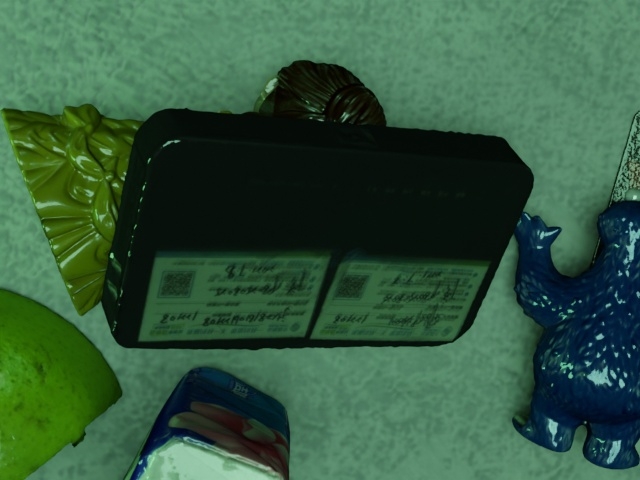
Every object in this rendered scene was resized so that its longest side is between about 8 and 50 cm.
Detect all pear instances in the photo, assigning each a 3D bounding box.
[{"bbox_3d":[-0.364,0.143,0.997,0.288,0.139,0.239,-36,88,0],"label":"pear"}]

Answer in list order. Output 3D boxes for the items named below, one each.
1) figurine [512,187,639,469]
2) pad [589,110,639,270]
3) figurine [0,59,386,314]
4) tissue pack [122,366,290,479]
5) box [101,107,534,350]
[{"bbox_3d":[0.266,0.084,1.021,0.164,0.121,0.262,-1,96,1],"label":"figurine"},{"bbox_3d":[0.346,-0.009,1.078,0.143,0.003,0.211,14,95,-5],"label":"pad"},{"bbox_3d":[-0.100,-0.074,0.989,0.315,0.168,0.187,-20,86,-10],"label":"figurine"},{"bbox_3d":[-0.111,0.240,0.946,0.137,0.270,0.209,29,92,-4],"label":"tissue pack"},{"bbox_3d":[0.000,0.000,0.940,0.350,0.058,0.211,2,125,-26],"label":"box"}]
